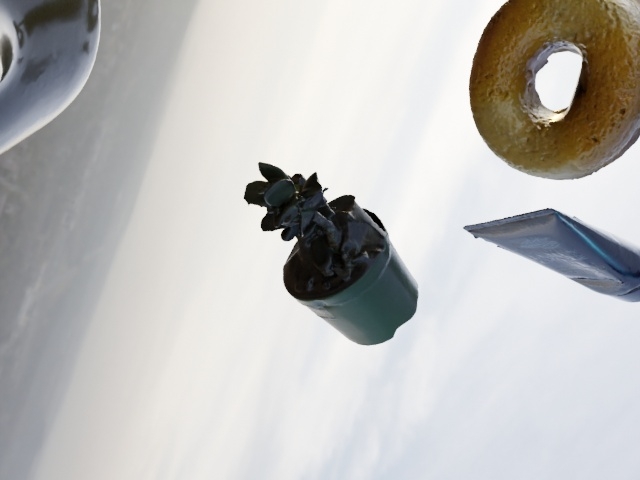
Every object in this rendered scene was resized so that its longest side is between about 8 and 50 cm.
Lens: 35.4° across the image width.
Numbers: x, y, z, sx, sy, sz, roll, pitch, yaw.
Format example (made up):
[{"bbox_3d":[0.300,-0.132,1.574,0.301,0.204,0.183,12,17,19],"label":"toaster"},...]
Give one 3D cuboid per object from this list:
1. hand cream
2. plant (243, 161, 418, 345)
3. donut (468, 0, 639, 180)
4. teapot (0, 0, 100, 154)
[{"bbox_3d":[0.292,0.010,1.140,0.120,0.270,0.061,-12,-116,47],"label":"hand cream"},{"bbox_3d":[0.000,0.000,0.411,0.051,0.102,0.051,-22,-139,21],"label":"plant"},{"bbox_3d":[0.211,-0.145,0.890,0.190,0.174,0.074,-59,164,18],"label":"donut"},{"bbox_3d":[-0.239,-0.111,0.483,0.175,0.268,0.185,-43,140,-52],"label":"teapot"}]
